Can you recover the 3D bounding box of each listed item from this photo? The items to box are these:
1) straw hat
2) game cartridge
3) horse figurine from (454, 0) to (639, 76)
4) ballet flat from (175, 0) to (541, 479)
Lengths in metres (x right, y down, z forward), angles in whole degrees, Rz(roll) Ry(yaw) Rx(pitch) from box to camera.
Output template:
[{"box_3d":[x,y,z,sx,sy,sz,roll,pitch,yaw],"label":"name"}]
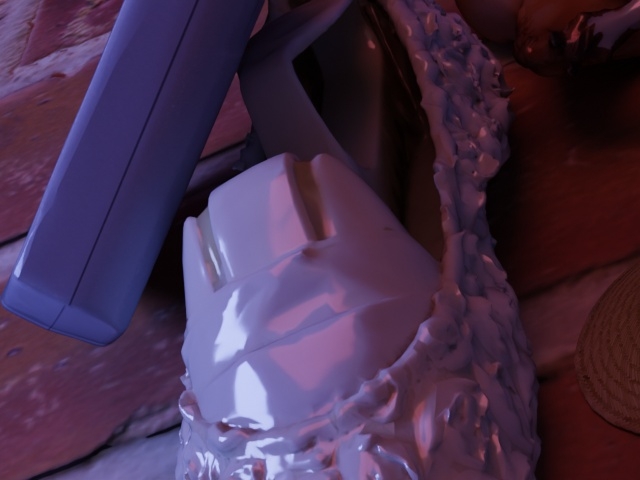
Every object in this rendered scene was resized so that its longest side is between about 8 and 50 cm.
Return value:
[{"box_3d":[0.147,0.001,0.628,0.144,0.061,0.144,-22,29,13],"label":"straw hat"},{"box_3d":[-0.082,-0.056,0.780,0.297,0.062,0.198,-136,65,-81],"label":"game cartridge"},{"box_3d":[0.132,-0.140,0.874,0.174,0.066,0.263,-28,29,-11],"label":"horse figurine"},{"box_3d":[0.000,0.000,0.690,0.147,0.147,0.409,-20,30,16],"label":"ballet flat"}]
